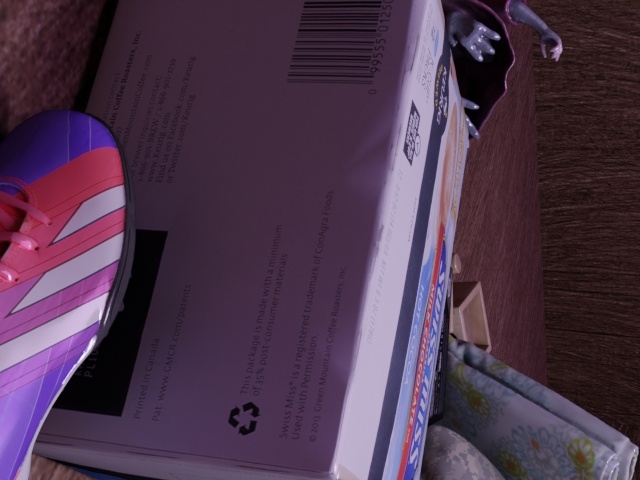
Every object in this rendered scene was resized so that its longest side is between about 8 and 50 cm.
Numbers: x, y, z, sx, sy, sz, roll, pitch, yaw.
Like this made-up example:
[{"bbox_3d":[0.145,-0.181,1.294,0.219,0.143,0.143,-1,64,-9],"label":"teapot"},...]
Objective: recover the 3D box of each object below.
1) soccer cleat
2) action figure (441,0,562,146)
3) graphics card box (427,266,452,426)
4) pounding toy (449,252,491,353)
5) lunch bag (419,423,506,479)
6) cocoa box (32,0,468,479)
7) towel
[{"bbox_3d":[-0.183,0.049,0.515,0.116,0.108,0.318,58,42,-53],"label":"soccer cleat"},{"bbox_3d":[0.189,-0.288,1.529,0.275,0.248,0.370,38,27,-15],"label":"action figure"},{"bbox_3d":[0.092,0.139,1.345,0.371,0.094,0.233,6,87,-70],"label":"graphics card box"},{"bbox_3d":[0.198,0.120,1.671,0.181,0.094,0.206,-38,119,-60],"label":"pounding toy"},{"bbox_3d":[0.158,0.428,1.411,0.256,0.212,0.305,60,30,-15],"label":"lunch bag"},{"bbox_3d":[-0.037,0.011,0.731,0.228,0.231,0.347,57,41,-61],"label":"cocoa box"},{"bbox_3d":[0.292,0.336,1.549,0.090,0.374,0.320,-30,134,-35],"label":"towel"}]
